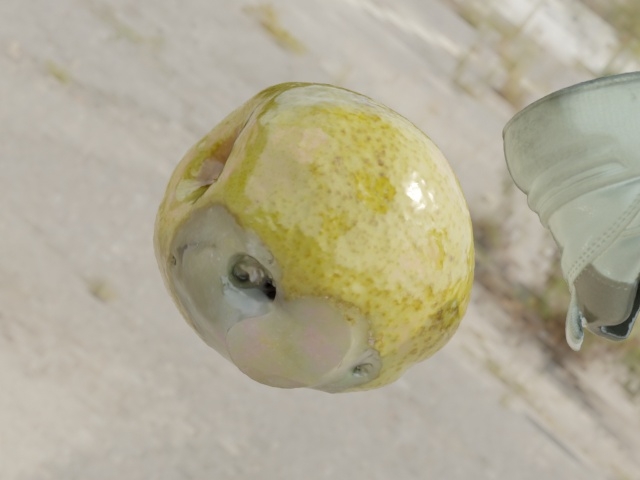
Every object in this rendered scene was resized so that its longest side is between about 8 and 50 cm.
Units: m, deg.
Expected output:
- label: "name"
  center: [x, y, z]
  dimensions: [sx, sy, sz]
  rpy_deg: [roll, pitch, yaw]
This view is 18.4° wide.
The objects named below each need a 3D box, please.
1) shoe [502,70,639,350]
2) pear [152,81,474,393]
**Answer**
- label: "shoe"
  center: [0.250, -0.006, 0.970]
  dimensions: [0.124, 0.316, 0.159]
  rpy_deg: [63, 25, -71]
- label: "pear"
  center: [0.000, 0.000, 1.643]
  dimensions: [0.271, 0.271, 0.271]
  rpy_deg: [36, 14, -11]
